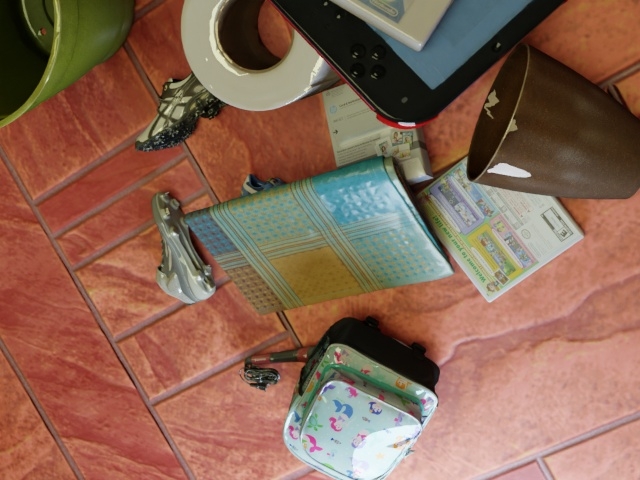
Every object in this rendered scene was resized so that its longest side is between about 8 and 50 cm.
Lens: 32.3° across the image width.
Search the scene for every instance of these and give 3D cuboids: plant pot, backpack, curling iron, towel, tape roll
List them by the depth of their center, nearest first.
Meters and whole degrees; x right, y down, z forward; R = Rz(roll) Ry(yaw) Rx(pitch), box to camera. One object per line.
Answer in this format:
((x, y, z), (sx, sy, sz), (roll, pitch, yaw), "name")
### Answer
((0.362, -0.149, 1.621), (0.230, 0.215, 0.215), (19, 111, -6), "plant pot")
((-0.074, -0.334, 1.733), (0.246, 0.169, 0.246), (5, 106, 18), "tape roll")
((-0.484, -0.378, 1.769), (0.366, 0.353, 0.367), (5, 106, 18), "plant pot")
((0.000, 0.000, 1.795), (0.370, 0.040, 0.271), (-13, 133, 23), "towel")
((0.059, 0.287, 1.838), (0.225, 0.191, 0.253), (28, 123, -6), "backpack")
((-0.014, 0.208, 1.930), (0.274, 0.035, 0.068), (-16, 119, 18), "curling iron")

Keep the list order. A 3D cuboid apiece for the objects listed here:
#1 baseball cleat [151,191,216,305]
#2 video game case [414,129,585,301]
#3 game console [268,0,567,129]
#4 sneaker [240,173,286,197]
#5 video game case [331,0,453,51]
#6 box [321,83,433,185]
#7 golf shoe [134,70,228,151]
((-0.266, 0.020, 1.950), (0.109, 0.072, 0.206), (-25, 91, 30), "baseball cleat")
((0.280, -0.037, 1.763), (0.193, 0.023, 0.212), (-38, 90, 24), "video game case")
((0.144, -0.383, 1.597), (0.386, 0.060, 0.342), (-42, 88, -11), "game console")
((-0.071, -0.072, 1.865), (0.144, 0.053, 0.059), (14, 106, 15), "sneaker")
((0.079, -0.471, 1.574), (0.329, 0.036, 0.300), (32, 77, 5), "video game case")
((0.089, -0.169, 1.756), (0.145, 0.038, 0.186), (-17, 77, 23), "box")
((-0.247, -0.225, 1.886), (0.198, 0.077, 0.094), (-33, 77, 20), "golf shoe")
